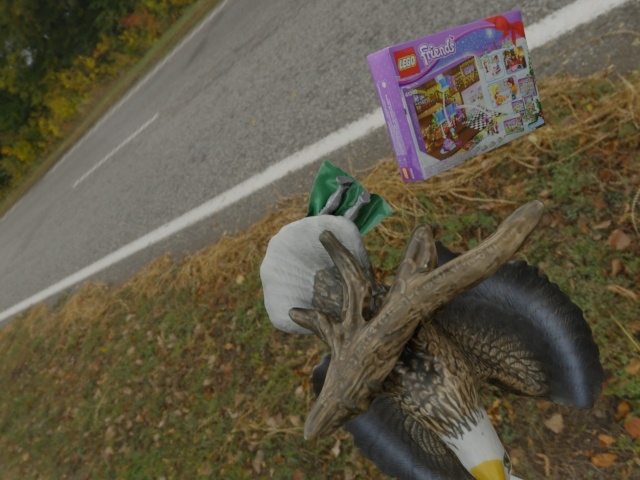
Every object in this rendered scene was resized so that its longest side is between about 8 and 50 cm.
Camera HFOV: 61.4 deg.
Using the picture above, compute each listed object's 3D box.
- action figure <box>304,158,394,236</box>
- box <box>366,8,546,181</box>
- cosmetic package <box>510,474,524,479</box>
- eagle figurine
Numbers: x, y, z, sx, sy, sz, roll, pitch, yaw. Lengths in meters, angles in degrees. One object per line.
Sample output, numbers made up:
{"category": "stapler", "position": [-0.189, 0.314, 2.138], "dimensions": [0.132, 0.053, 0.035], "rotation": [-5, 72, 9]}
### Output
{"category": "action figure", "position": [0.000, 0.000, 0.886], "dimensions": [0.063, 0.137, 0.232], "rotation": [-30, -23, -57]}
{"category": "box", "position": [0.229, -0.237, 0.866], "dimensions": [0.293, 0.200, 0.057], "rotation": [-25, 15, -26]}
{"category": "cosmetic package", "position": [0.316, 0.455, 0.662], "dimensions": [0.097, 0.377, 0.284], "rotation": [-41, 3, -20]}
{"category": "eagle figurine", "position": [0.097, 0.110, 0.439], "dimensions": [0.227, 0.298, 0.225], "rotation": [-9, 67, 29]}
